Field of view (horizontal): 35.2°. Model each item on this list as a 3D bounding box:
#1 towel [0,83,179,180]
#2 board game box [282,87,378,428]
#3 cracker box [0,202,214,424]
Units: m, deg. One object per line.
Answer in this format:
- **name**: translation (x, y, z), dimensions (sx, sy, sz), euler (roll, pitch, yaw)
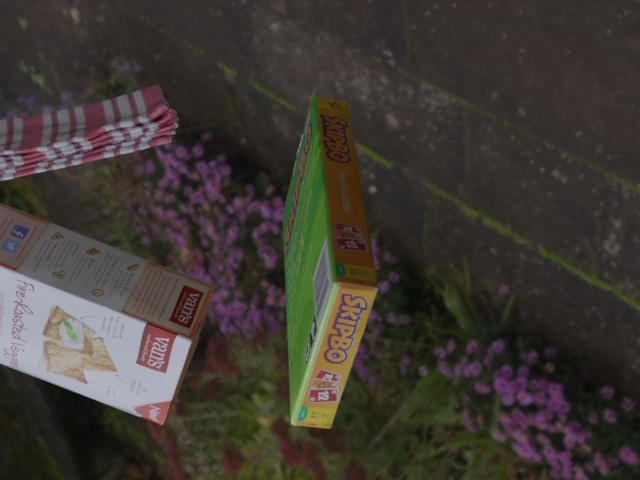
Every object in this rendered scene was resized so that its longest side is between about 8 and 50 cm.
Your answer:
- **towel**: translation (-0.217, -0.088, 0.818), dimensions (0.144, 0.197, 0.029), euler (-129, 27, -67)
- **board game box**: translation (0.000, 0.000, 0.737), dimensions (0.259, 0.039, 0.124), euler (-99, 21, -53)
- **cracker box**: translation (-0.223, 0.064, 0.890), dimensions (0.232, 0.067, 0.156), euler (21, 139, -3)
